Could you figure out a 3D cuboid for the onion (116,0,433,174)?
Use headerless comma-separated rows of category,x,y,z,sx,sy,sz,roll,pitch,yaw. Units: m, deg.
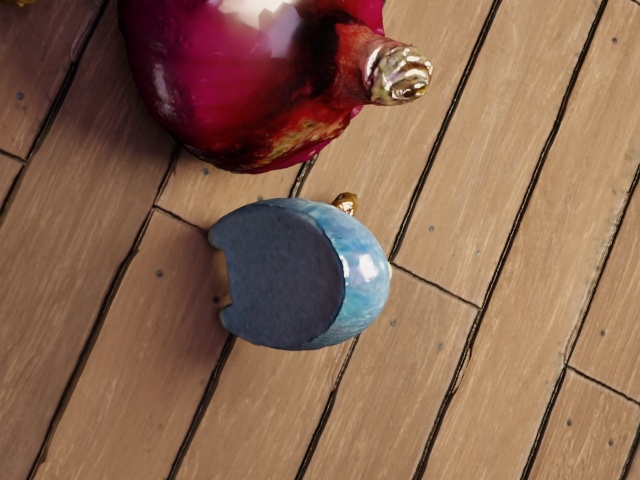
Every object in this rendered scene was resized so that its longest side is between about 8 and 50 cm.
onion,-0.041,-0.247,1.486,0.398,0.420,0.398,-26,135,-29

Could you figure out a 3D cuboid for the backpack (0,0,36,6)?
backpack,-0.442,-0.475,1.385,0.201,0.353,0.378,-50,133,-26

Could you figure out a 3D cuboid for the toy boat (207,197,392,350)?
toy boat,-0.024,0.045,1.564,0.123,0.330,0.215,-7,89,-41

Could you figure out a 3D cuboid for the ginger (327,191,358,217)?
ginger,0.000,0.000,1.686,0.073,0.103,0.162,51,51,-29
